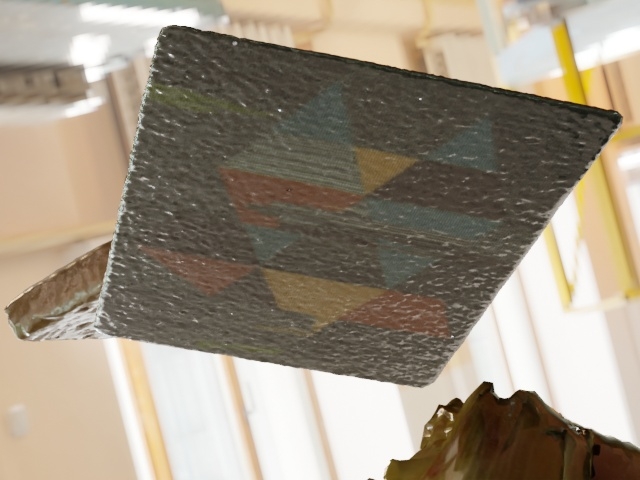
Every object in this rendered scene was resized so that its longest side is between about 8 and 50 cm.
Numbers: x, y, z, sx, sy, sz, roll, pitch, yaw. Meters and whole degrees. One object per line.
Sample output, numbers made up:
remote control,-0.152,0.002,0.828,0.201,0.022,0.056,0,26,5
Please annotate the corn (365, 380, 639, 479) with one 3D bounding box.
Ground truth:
corn,0.036,0.171,0.344,0.122,0.305,0.123,16,131,-7

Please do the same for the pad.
pad,0.000,0.000,0.540,0.143,0.003,0.211,10,150,-8

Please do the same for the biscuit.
biscuit,-0.049,0.005,0.985,0.301,0.043,0.278,-13,166,-20
